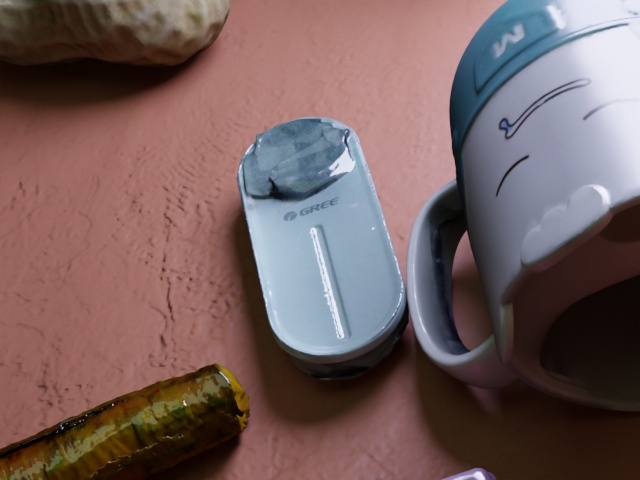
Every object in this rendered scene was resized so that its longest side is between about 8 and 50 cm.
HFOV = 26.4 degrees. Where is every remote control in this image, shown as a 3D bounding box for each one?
[{"bbox_3d":[0.000,0.000,1.027,0.104,0.052,0.247,-18,47,4],"label":"remote control"}]

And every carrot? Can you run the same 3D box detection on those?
[{"bbox_3d":[-0.171,0.160,0.951,0.260,0.070,0.070,-24,47,-3],"label":"carrot"}]

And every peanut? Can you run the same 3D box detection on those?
[{"bbox_3d":[-0.228,-0.221,1.247,0.298,0.136,0.120,2,56,24],"label":"peanut"}]

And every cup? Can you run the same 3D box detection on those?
[{"bbox_3d":[0.174,-0.023,0.888,0.289,0.219,0.258,-38,40,29],"label":"cup"}]

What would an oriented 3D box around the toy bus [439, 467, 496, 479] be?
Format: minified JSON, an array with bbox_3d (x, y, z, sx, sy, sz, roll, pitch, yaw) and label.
[{"bbox_3d":[0.095,0.233,0.766,0.108,0.096,0.199,-22,44,-4],"label":"toy bus"}]
